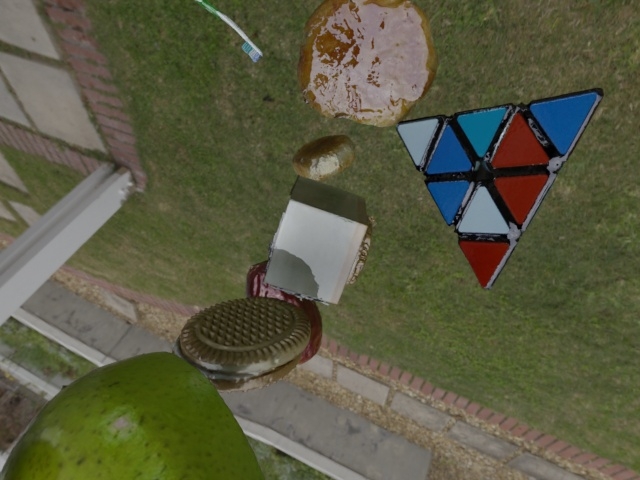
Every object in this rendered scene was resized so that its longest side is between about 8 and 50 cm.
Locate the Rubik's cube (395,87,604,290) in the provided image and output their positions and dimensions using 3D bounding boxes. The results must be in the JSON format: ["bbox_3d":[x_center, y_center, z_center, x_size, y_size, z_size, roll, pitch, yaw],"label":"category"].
[{"bbox_3d":[0.261,-0.048,0.587,0.285,0.234,0.250,14,173,-15],"label":"Rubik's cube"}]

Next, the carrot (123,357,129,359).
[{"bbox_3d":[-0.360,0.296,0.915,0.036,0.035,0.165,5,128,33],"label":"carrot"}]

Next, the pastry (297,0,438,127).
[{"bbox_3d":[0.064,-0.275,0.690,0.229,0.100,0.218,-22,104,23],"label":"pastry"}]

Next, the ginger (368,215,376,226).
[{"bbox_3d":[0.076,-0.036,1.403,0.065,0.259,0.149,46,150,41],"label":"ginger"}]

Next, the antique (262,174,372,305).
[{"bbox_3d":[0.000,0.000,0.707,0.148,0.146,0.151,17,113,-4],"label":"antique"}]

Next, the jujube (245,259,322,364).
[{"bbox_3d":[-0.115,0.213,1.316,0.223,0.223,0.317,-11,97,44],"label":"jujube"}]

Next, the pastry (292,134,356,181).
[{"bbox_3d":[0.009,-0.245,1.331,0.193,0.182,0.093,11,132,47],"label":"pastry"}]

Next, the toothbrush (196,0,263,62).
[{"bbox_3d":[-0.238,-0.499,0.935,0.304,0.030,0.030,45,144,-10],"label":"toothbrush"}]

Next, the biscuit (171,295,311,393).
[{"bbox_3d":[-0.145,0.184,0.829,0.259,0.259,0.079,10,111,28],"label":"biscuit"}]

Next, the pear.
[{"bbox_3d":[-0.194,0.342,0.499,0.318,0.239,0.342,16,101,31],"label":"pear"}]
